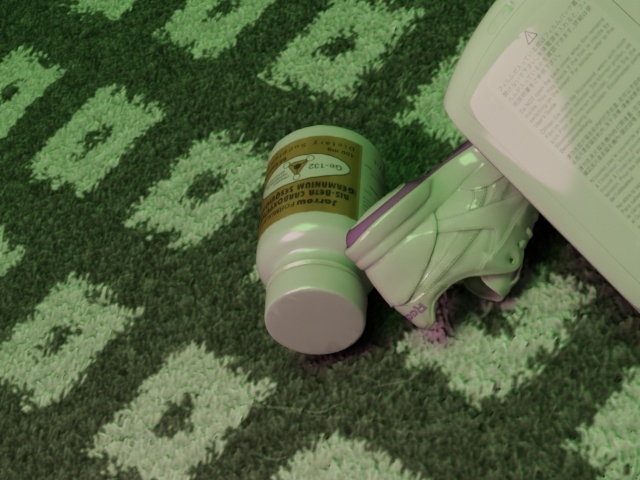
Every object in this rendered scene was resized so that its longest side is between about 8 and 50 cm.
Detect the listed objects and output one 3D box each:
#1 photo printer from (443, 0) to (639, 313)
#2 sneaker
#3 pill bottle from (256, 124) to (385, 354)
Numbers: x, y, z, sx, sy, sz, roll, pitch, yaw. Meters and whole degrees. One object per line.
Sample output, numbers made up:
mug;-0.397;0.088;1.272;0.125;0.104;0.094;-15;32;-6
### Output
photo printer;0.276;-0.122;1.546;0.307;0.107;0.256;46;115;15
sneaker;0.174;-0.031;1.706;0.305;0.152;0.114;-36;0;-12
pill bottle;0.000;0.000;1.775;0.131;0.131;0.229;-17;42;21
